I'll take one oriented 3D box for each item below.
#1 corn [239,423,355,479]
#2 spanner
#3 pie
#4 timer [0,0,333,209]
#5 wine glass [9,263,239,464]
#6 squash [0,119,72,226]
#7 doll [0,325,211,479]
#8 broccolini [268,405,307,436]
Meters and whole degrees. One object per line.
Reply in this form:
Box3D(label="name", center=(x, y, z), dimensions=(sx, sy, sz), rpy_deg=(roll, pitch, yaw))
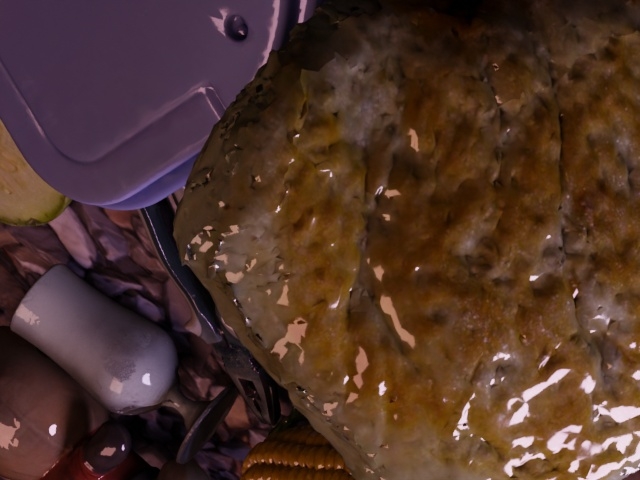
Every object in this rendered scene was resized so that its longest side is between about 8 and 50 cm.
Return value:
Box3D(label="corn", center=(0.068, 0.238, 1.881), dimensions=(0.387, 0.144, 0.144), rpy_deg=(-10, 121, 46))
Box3D(label="spanner", center=(-0.102, 0.053, 1.916), dimensions=(0.096, 0.040, 0.324), rpy_deg=(6, 130, 39))
Box3D(label="pie", center=(0.115, -0.009, 1.345), dimensions=(0.180, 0.418, 0.395), rpy_deg=(4, 126, 61))
Box3D(label="timer", center=(-0.112, -0.241, 1.401), dimensions=(0.395, 0.173, 0.395), rpy_deg=(13, 115, 29))
Box3D(label="wine glass", center=(-0.204, 0.123, 2.028), dimensions=(0.231, 0.103, 0.103), rpy_deg=(34, 143, 12))
Box3D(label="squash", center=(-0.334, -0.100, 1.957), dimensions=(0.219, 0.041, 0.219), rpy_deg=(24, 141, 21))
Box3D(label="doll", center=(-0.268, 0.228, 2.127), dimensions=(0.330, 0.174, 0.235), rpy_deg=(42, 179, 6))
Box3D(label="broccolini", center=(-0.029, 0.173, 1.995), dimensions=(0.035, 0.030, 0.140), rpy_deg=(48, 148, 3))
